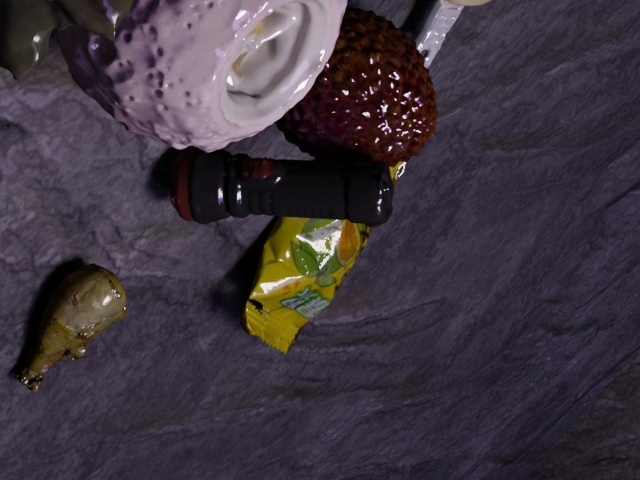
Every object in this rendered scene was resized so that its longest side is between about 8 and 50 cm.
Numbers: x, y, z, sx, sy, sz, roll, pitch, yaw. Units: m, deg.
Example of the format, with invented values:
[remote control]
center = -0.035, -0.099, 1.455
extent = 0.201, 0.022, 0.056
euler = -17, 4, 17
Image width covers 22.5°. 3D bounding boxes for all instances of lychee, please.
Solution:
[lychee]
center = 0.039, -0.156, 1.751
extent = 0.188, 0.188, 0.188
euler = -37, 151, -24

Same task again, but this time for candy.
[candy]
center = 0.000, 0.000, 2.010
extent = 0.297, 0.081, 0.187
euler = -60, 154, -3

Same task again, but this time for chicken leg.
[chicken leg]
center = -0.269, 0.098, 1.734
extent = 0.093, 0.070, 0.178
euler = 18, 119, -43

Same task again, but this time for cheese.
[cheese]
center = 0.160, -0.312, 1.852
extent = 0.249, 0.071, 0.163
euler = -51, 154, 5

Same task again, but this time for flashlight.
[flashlight]
center = -0.039, -0.057, 1.706
extent = 0.093, 0.232, 0.093
euler = 3, 90, -75

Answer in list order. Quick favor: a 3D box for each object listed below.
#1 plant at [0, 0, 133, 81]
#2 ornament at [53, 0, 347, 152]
[plant]
center = -0.237, -0.275, 1.123
extent = 0.213, 0.215, 0.312
euler = -40, 147, -10
[ornament]
center = -0.110, -0.215, 1.386
extent = 0.259, 0.225, 0.259
euler = -38, 151, -25
